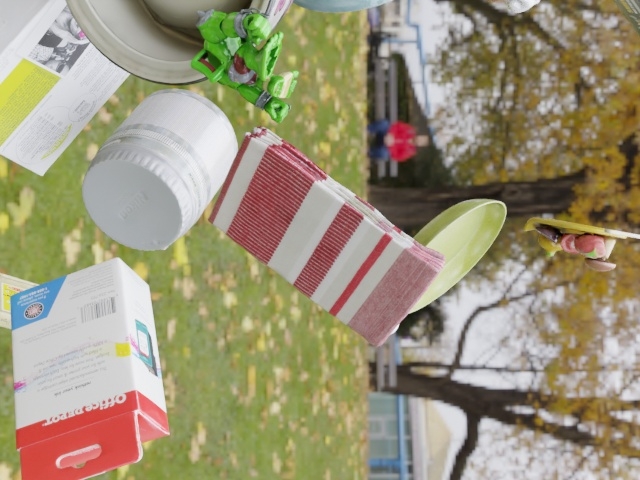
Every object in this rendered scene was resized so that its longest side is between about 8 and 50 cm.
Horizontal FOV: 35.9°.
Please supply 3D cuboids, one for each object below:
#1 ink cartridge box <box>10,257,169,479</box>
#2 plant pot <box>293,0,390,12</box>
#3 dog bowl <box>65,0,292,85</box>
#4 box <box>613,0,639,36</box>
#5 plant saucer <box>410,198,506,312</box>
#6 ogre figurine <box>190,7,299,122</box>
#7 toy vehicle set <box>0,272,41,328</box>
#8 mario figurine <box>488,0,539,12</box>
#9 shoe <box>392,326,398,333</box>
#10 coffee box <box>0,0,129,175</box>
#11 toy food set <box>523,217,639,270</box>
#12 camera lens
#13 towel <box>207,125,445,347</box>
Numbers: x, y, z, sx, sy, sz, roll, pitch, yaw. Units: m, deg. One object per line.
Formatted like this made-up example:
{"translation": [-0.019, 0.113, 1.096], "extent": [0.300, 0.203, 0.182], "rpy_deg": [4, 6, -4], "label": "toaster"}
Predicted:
{"translation": [-0.239, 0.147, 1.022], "extent": [0.078, 0.134, 0.231], "rpy_deg": [58, 15, -56], "label": "ink cartridge box"}
{"translation": [0.052, -0.599, 1.897], "extent": [0.293, 0.293, 0.196], "rpy_deg": [-91, 171, -47], "label": "plant pot"}
{"translation": [-0.203, -0.448, 1.493], "extent": [0.150, 0.408, 0.407], "rpy_deg": [-32, 126, -56], "label": "dog bowl"}
{"translation": [0.494, -0.369, 1.427], "extent": [0.056, 0.231, 0.183], "rpy_deg": [-53, -146, -3], "label": "box"}
{"translation": [0.186, 0.018, 1.526], "extent": [0.037, 0.241, 0.241], "rpy_deg": [48, -20, 23], "label": "plant saucer"}
{"translation": [-0.103, -0.241, 1.307], "extent": [0.096, 0.118, 0.197], "rpy_deg": [-62, 161, -3], "label": "ogre figurine"}
{"translation": [-0.713, 0.146, 2.306], "extent": [0.035, 0.267, 0.166], "rpy_deg": [-58, -151, 20], "label": "toy vehicle set"}
{"translation": [0.389, -0.524, 1.724], "extent": [0.320, 0.170, 0.198], "rpy_deg": [-6, -69, 59], "label": "mario figurine"}
{"translation": [0.063, 0.067, 1.560], "extent": [0.178, 0.063, 0.081], "rpy_deg": [46, -38, 22], "label": "shoe"}
{"translation": [-0.587, -0.378, 1.807], "extent": [0.338, 0.338, 0.334], "rpy_deg": [-50, 162, 0], "label": "coffee box"}
{"translation": [0.433, 0.009, 1.643], "extent": [0.218, 0.128, 0.071], "rpy_deg": [15, -84, 54], "label": "toy food set"}
{"translation": [-0.294, -0.139, 1.846], "extent": [0.274, 0.219, 0.219], "rpy_deg": [-63, 159, -50], "label": "camera lens"}
{"translation": [0.000, 0.000, 1.427], "extent": [0.037, 0.329, 0.237], "rpy_deg": [-50, 175, -39], "label": "towel"}
